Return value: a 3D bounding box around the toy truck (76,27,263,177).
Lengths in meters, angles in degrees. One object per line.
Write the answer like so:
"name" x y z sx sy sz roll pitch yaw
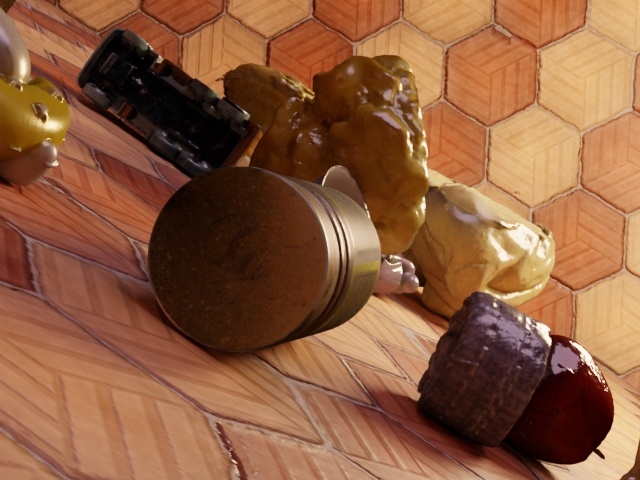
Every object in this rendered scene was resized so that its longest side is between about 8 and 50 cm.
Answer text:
"toy truck" -0.234 -0.206 2.108 0.305 0.136 0.162 37 0 14

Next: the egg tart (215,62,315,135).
"egg tart" -0.073 -0.173 2.393 0.341 0.132 0.341 33 -26 18

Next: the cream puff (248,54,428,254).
"cream puff" 0.015 -0.117 1.911 0.257 0.291 0.324 -7 4 -7

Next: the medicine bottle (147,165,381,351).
"medicine bottle" -0.036 0.017 1.198 0.151 0.151 0.322 34 6 10

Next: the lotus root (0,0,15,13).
"lotus root" -0.457 -0.344 1.403 0.267 0.149 0.260 13 -22 -9

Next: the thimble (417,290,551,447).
"thimble" 0.171 0.135 1.367 0.097 0.150 0.150 27 6 -1

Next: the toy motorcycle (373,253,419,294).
"toy motorcycle" 0.090 0.038 2.072 0.152 0.073 0.225 25 14 8

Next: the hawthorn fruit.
"hawthorn fruit" 0.271 0.190 1.498 0.172 0.148 0.148 39 5 -7

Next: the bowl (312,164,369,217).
"bowl" 0.000 0.000 1.707 0.086 0.189 0.189 -10 -11 21

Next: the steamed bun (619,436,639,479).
"steamed bun" 0.441 0.279 1.480 0.247 0.189 0.428 25 6 2

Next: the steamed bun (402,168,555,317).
"steamed bun" 0.238 0.013 2.301 0.325 0.230 0.372 28 6 -34

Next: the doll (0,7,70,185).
"doll" -0.327 -0.159 1.201 0.252 0.111 0.237 51 23 11
